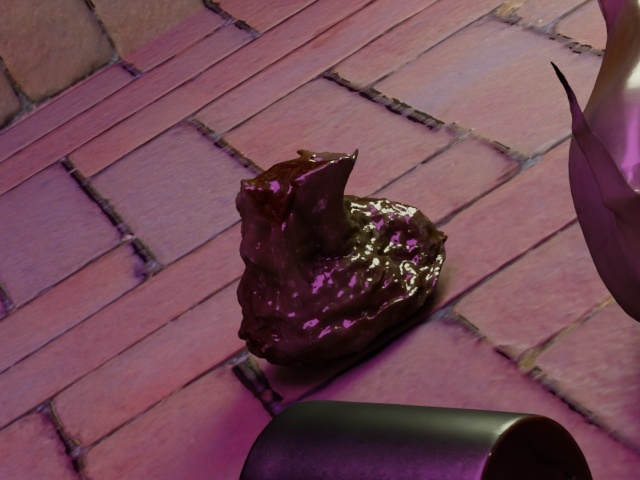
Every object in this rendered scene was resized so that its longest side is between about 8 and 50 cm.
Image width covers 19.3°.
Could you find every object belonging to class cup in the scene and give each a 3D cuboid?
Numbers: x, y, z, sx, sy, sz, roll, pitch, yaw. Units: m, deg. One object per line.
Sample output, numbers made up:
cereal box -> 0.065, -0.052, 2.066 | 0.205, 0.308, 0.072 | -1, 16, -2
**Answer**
cup -> 0.064, 0.217, 1.171 | 0.177, 0.239, 0.166 | -6, -11, 38

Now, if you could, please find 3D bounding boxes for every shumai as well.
shumai -> 0.000, 0.000, 1.660 | 0.166, 0.176, 0.206 | -6, 28, 48

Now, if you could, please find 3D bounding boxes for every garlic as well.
garlic -> 0.298, -0.065, 1.336 | 0.231, 0.246, 0.340 | -8, 16, 19

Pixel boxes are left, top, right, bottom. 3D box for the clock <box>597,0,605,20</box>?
clock -> 0.343, -0.252, 1.710 | 0.083, 0.230, 0.230 | -12, 27, 50
